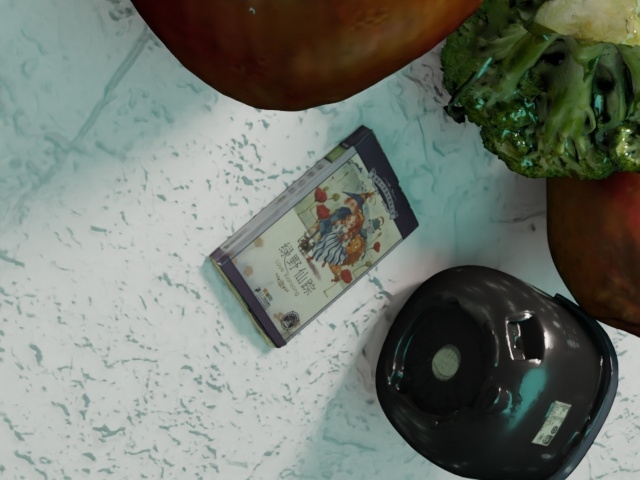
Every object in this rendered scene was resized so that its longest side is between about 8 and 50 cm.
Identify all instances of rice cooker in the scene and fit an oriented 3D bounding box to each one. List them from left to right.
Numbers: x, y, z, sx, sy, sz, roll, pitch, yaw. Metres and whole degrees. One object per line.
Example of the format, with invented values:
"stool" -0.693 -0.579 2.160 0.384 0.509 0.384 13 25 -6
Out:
"rice cooker" 0.209 0.162 1.487 0.224 0.267 0.267 22 97 -45

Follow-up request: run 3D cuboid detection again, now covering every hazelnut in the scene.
"hazelnut" 0.009 -0.308 1.057 0.421 0.352 0.421 -45 145 -45

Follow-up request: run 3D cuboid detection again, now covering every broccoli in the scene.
"broccoli" 0.287 -0.220 1.328 0.283 0.321 0.304 36 58 -79

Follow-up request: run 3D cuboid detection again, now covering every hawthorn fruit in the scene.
"hawthorn fruit" 0.411 -0.022 1.510 0.325 0.308 0.308 -54 133 -23

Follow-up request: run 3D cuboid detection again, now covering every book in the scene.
"book" 0.001 0.000 1.402 0.231 0.026 0.157 -41 130 -13
